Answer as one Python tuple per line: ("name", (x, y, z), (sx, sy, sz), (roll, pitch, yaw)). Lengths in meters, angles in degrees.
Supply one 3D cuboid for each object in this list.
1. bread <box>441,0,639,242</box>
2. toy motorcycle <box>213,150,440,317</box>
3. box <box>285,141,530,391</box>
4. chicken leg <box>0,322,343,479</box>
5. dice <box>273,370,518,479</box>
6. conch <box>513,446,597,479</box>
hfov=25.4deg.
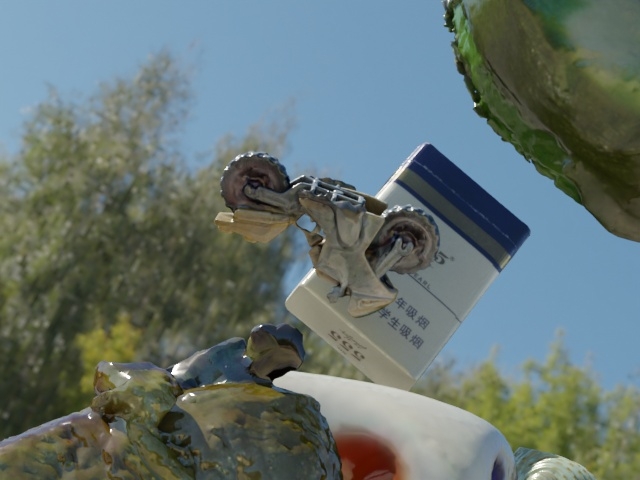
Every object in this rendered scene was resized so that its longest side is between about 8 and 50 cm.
("bread", (0.274, -0.172, 1.046), (0.366, 0.382, 0.129), (13, -37, -14))
("toy motorcycle", (0.000, 0.000, 1.428), (0.229, 0.129, 0.094), (20, 20, -1))
("box", (0.101, 0.028, 1.572), (0.168, 0.259, 0.071), (41, -33, 3))
("chicken leg", (-0.142, 0.186, 0.801), (0.140, 0.361, 0.211), (-35, -105, 56))
("dice", (-0.018, 0.260, 1.073), (0.304, 0.277, 0.304), (5, -22, 16))
("conch", (0.230, 0.278, 1.459), (0.135, 0.102, 0.153), (46, -24, 38))
